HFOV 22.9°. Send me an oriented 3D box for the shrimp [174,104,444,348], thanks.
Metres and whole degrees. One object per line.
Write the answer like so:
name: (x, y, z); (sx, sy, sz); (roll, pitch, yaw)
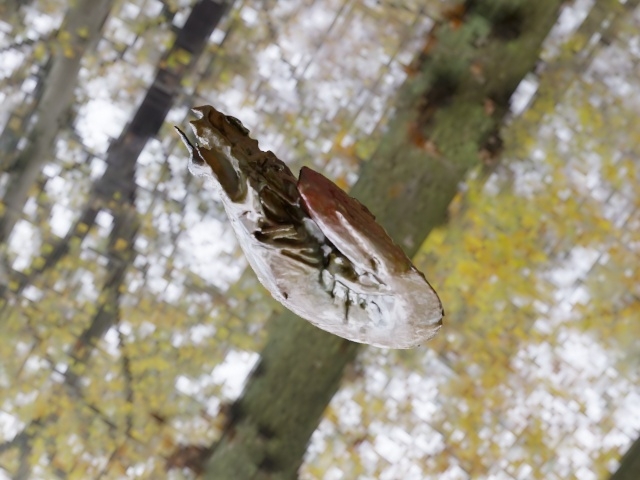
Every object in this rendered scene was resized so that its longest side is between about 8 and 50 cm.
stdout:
shrimp: (0.000, 0.000, 1.128); (0.152, 0.063, 0.287); (13, 155, 34)
